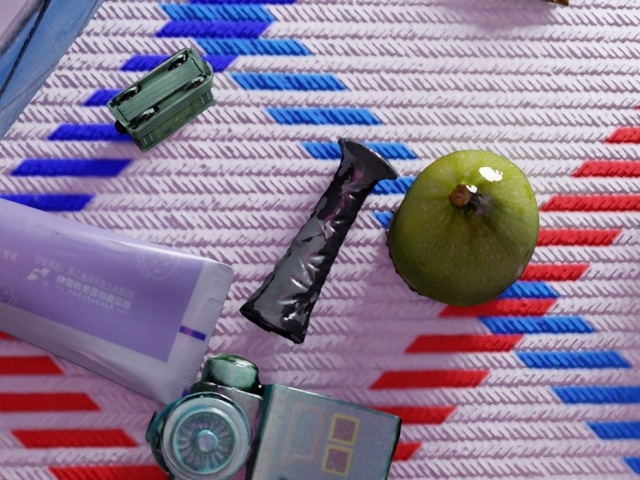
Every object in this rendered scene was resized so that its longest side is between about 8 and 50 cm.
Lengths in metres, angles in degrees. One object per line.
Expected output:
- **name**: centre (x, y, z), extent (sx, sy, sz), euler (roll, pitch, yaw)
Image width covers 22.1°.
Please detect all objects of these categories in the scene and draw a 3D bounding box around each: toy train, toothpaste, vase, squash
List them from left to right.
- **toothpaste**: centre (-0.258, 0.017, 1.296), extent (0.371, 0.080, 0.125), euler (20, 81, -8)
- **toy train**: centre (-0.127, -0.113, 1.334), extent (0.093, 0.056, 0.038), euler (-36, 70, -10)
- **toy train**: centre (-0.057, 0.245, 1.264), extent (0.194, 0.120, 0.298), euler (15, 81, -9)
- **vase**: centre (0.000, 0.000, 1.332), extent (0.059, 0.059, 0.167), euler (30, 80, -2)
- **squash**: centre (0.116, -0.017, 1.288), extent (0.123, 0.187, 0.123), euler (0, 79, 0)

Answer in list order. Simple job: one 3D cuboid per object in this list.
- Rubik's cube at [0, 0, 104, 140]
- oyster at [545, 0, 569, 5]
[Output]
- **Rubik's cube**: centre (-0.281, -0.223, 1.257), extent (0.207, 0.205, 0.205), euler (37, 80, -1)
- **oyster**: centre (0.153, -0.246, 1.398), extent (0.086, 0.029, 0.132), euler (-26, 89, -3)
